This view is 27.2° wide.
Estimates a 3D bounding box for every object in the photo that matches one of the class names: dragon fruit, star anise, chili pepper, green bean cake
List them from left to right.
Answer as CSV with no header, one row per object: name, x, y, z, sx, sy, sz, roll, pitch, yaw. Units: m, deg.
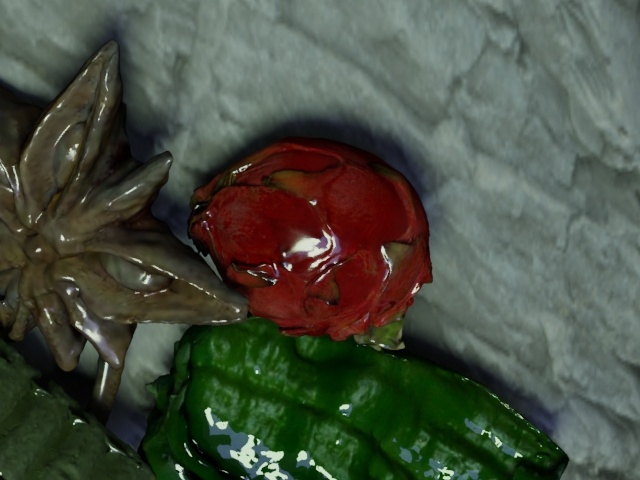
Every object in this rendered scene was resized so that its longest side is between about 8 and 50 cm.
green bean cake,-0.300,0.215,1.119,0.241,0.132,0.255,41,127,-12
star anise,-0.203,-0.002,1.072,0.292,0.109,0.350,-18,103,44
dragon fruit,0.000,0.000,1.081,0.209,0.172,0.172,29,108,-20
chili pepper,0.024,0.195,1.177,0.384,0.167,0.213,20,69,-8
